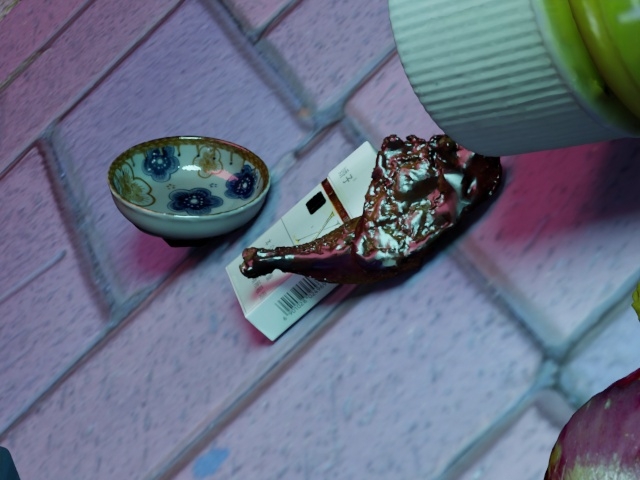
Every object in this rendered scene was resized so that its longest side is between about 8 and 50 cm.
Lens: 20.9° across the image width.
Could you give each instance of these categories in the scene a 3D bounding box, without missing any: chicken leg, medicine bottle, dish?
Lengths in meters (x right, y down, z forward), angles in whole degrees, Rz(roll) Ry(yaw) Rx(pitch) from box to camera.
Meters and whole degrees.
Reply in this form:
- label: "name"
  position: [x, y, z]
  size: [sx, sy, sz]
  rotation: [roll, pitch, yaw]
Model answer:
- label: "chicken leg"
  position: [0.041, -0.013, 1.270]
  size: [0.205, 0.093, 0.053]
  rotation: [-38, -8, 2]
- label: "medicine bottle"
  position: [0.241, -0.170, 1.003]
  size: [0.384, 0.224, 0.224]
  rotation: [-10, 44, 41]
- label: "dish"
  position: [-0.114, -0.025, 1.505]
  size: [0.141, 0.078, 0.141]
  rotation: [2, 32, -1]

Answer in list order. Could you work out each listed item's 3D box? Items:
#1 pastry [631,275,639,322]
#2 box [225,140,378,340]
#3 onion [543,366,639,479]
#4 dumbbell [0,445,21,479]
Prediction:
- label: "pastry"
  position: [0.264, 0.015, 0.895]
  size: [0.189, 0.103, 0.188]
  rotation: [-33, 30, 22]
- label: "box"
  position: [0.000, 0.000, 1.343]
  size: [0.154, 0.040, 0.084]
  rotation: [-42, 27, 8]
- label: "onion"
  position: [0.180, 0.140, 0.802]
  size: [0.177, 0.153, 0.177]
  rotation: [-16, 61, 30]
- label: "dumbbell"
  position: [-0.310, 0.288, 1.276]
  size: [0.316, 0.156, 0.143]
  rotation: [-85, 17, -51]
